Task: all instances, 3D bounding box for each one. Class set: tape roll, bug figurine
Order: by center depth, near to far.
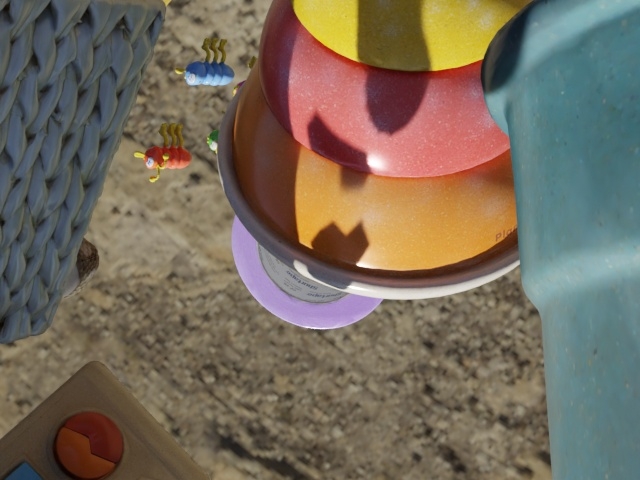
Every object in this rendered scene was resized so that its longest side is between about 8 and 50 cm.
[{"bbox_3d":[0.000,0.000,1.920,0.275,0.090,0.274,6,110,16],"label":"tape roll"},{"bbox_3d":[-0.175,-0.204,1.942,0.072,0.216,0.279,59,137,27],"label":"bug figurine"}]

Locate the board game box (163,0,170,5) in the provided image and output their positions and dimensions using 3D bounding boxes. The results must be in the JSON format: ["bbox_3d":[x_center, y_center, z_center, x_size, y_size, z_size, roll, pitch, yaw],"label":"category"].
[{"bbox_3d":[-0.251,-0.131,0.675,0.242,0.064,0.316,33,108,-35],"label":"board game box"}]

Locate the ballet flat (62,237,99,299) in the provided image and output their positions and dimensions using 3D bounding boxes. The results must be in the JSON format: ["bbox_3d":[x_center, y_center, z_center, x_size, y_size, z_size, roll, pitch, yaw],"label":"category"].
[{"bbox_3d":[-0.296,0.026,1.007,0.250,0.058,0.084,-9,103,21],"label":"ballet flat"}]

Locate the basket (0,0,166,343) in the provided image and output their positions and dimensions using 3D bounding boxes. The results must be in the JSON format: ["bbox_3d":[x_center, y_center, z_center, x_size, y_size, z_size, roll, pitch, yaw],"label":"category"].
[{"bbox_3d":[-0.144,-0.046,0.432,0.113,0.103,0.167,43,121,30],"label":"basket"}]

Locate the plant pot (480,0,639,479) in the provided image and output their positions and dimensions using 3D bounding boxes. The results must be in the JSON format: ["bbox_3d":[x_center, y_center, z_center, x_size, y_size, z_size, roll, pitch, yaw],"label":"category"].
[{"bbox_3d":[0.219,0.104,0.395,0.341,0.341,0.334,-4,79,37],"label":"plant pot"}]

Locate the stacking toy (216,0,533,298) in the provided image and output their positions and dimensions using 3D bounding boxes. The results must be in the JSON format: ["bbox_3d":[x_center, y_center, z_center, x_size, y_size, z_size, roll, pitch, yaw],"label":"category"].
[{"bbox_3d":[0.082,-0.210,1.027,0.351,0.350,0.480,25,144,16],"label":"stacking toy"}]

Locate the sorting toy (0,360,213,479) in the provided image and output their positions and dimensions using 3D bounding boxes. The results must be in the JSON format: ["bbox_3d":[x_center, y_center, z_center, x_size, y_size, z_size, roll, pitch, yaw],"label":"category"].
[{"bbox_3d":[-0.178,0.285,1.088,0.307,0.229,0.041,47,147,0],"label":"sorting toy"}]
